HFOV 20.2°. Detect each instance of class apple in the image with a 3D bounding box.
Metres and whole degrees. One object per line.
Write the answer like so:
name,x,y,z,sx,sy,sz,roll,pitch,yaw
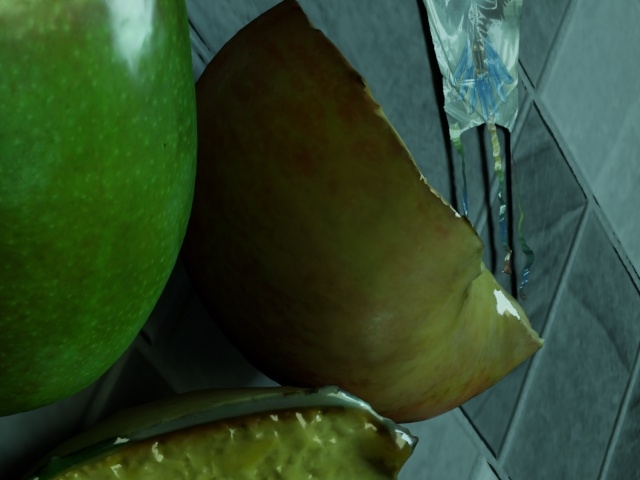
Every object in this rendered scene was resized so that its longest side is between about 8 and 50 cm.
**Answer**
apple,0.000,0.000,1.134,0.163,0.251,0.293,-37,148,0

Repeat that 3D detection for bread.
bread,-0.067,0.173,1.074,0.251,0.133,0.174,-12,98,-10

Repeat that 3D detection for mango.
mango,-0.171,-0.069,0.882,0.225,0.201,0.382,-37,136,-41

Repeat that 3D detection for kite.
kite,0.129,-0.100,1.473,0.169,0.015,0.310,-3,88,-55
